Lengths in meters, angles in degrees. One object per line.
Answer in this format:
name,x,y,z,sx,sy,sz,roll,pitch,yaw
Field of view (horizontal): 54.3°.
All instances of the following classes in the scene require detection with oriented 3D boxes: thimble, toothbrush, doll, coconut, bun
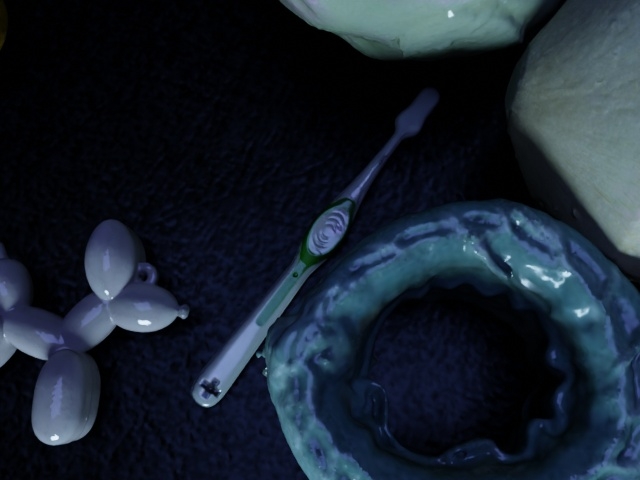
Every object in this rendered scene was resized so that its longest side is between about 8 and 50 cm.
thimble,0.078,0.083,0.398,0.235,0.143,0.198,3,75,2
toothbrush,0.000,0.000,0.480,0.030,0.030,0.304,36,80,10
doll,-0.185,0.058,0.458,0.161,0.059,0.160,22,79,8
coconut,0.230,-0.080,0.398,0.241,0.241,0.241,-1,76,2
bun,0.038,-0.247,0.464,0.293,0.187,0.293,10,65,-23

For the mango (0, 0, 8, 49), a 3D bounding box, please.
mango,-0.326,-0.213,0.523,0.098,0.075,0.190,-23,72,-20
